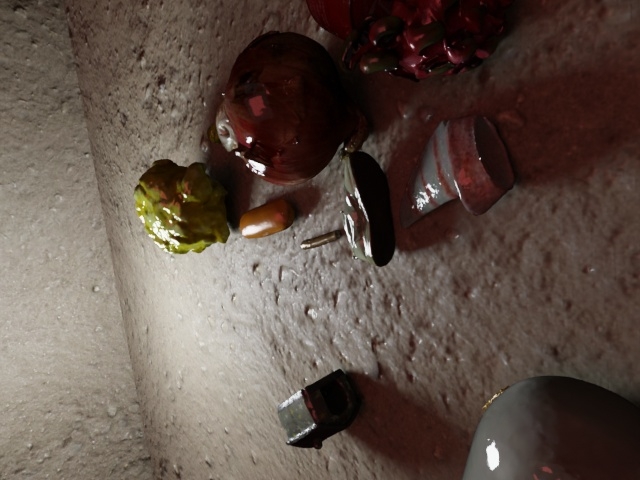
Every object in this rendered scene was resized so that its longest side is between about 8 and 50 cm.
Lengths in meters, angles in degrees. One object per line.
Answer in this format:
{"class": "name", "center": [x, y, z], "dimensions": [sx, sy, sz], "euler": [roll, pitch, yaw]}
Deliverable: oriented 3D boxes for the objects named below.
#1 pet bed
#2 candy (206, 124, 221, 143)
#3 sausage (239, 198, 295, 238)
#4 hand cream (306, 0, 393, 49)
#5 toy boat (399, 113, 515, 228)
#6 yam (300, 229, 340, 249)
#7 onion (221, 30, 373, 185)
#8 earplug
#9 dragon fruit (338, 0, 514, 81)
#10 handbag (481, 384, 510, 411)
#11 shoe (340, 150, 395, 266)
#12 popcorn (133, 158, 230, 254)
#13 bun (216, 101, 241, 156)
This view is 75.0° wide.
{"class": "pet bed", "center": [-0.001, 0.489, 1.176], "dimensions": [0.211, 0.183, 0.159], "euler": [-47, 65, 41]}
{"class": "candy", "center": [-0.307, -0.388, 1.368], "dimensions": [0.193, 0.062, 0.058], "euler": [-33, 32, 36]}
{"class": "sausage", "center": [-0.167, -0.060, 1.272], "dimensions": [0.238, 0.098, 0.098], "euler": [-13, 91, 44]}
{"class": "hand cream", "center": [0.090, -0.500, 0.810], "dimensions": [0.149, 0.230, 0.231], "euler": [40, 126, 33]}
{"class": "toy boat", "center": [0.245, -0.121, 0.864], "dimensions": [0.282, 0.096, 0.206], "euler": [-39, 65, 56]}
{"class": "yam", "center": [0.000, 0.000, 1.161], "dimensions": [0.145, 0.032, 0.032], "euler": [-18, 87, 47]}
{"class": "onion", "center": [-0.082, -0.292, 0.954], "dimensions": [0.353, 0.353, 0.354], "euler": [13, 109, 43]}
{"class": "earplug", "center": [0.397, 0.429, 0.682], "dimensions": [0.312, 0.312, 0.395], "euler": [22, 112, 40]}
{"class": "dragon fruit", "center": [0.184, -0.374, 0.722], "dimensions": [0.219, 0.272, 0.198], "euler": [63, 158, 21]}
{"class": "handbag", "center": [0.382, 0.349, 0.866], "dimensions": [0.061, 0.027, 0.083], "euler": [48, 131, 25]}
{"class": "shoe", "center": [0.100, -0.072, 0.992], "dimensions": [0.098, 0.103, 0.275], "euler": [-1, 100, 47]}
{"class": "popcorn", "center": [-0.482, -0.119, 1.427], "dimensions": [0.333, 0.292, 0.294], "euler": [1, 65, 15]}
{"class": "bun", "center": [-0.245, -0.336, 1.255], "dimensions": [0.178, 0.127, 0.193], "euler": [31, 122, 35]}
